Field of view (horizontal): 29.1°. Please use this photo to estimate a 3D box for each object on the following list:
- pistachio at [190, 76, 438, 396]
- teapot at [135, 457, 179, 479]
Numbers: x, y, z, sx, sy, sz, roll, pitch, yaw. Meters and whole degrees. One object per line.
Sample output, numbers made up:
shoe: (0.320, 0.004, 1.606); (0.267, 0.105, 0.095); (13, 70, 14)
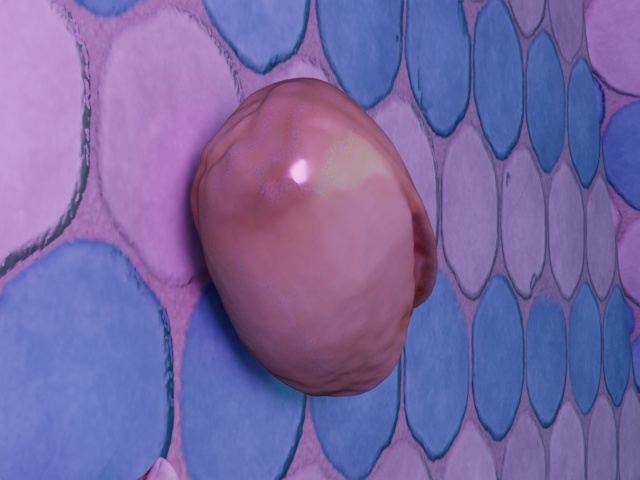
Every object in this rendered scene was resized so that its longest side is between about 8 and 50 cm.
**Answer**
pistachio: (0.000, 0.000, 1.000); (0.299, 0.187, 0.187); (66, 34, -44)
teapot: (-0.164, 0.245, 0.743); (0.159, 0.116, 0.246); (66, 29, -59)
